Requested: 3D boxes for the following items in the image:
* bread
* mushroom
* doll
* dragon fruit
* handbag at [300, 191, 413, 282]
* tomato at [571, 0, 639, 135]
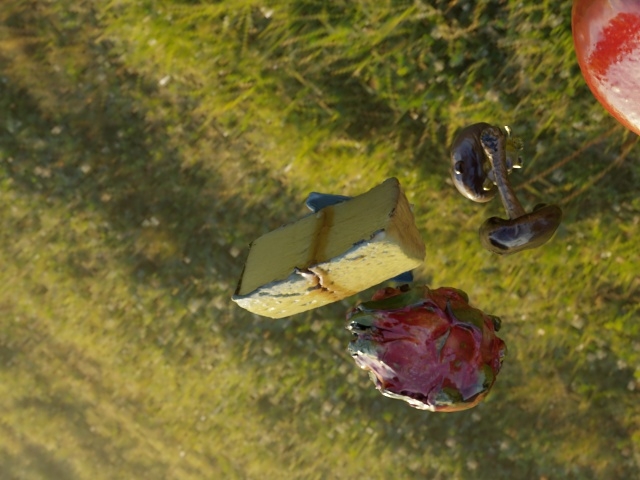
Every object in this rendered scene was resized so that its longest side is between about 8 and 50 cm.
[{"bbox_3d":[0.000,0.000,1.367,0.178,0.240,0.135,32,-142,-70],"label":"bread"},{"bbox_3d":[0.321,-0.088,1.811,0.227,0.148,0.217,100,154,-83],"label":"mushroom"},{"bbox_3d":[0.308,-0.155,1.928,0.096,0.188,0.145,18,138,44],"label":"doll"},{"bbox_3d":[0.192,0.195,1.945,0.303,0.231,0.237,10,-177,-11],"label":"dragon fruit"},{"bbox_3d":[0.074,-0.004,1.802,0.179,0.062,0.229,6,156,21],"label":"handbag"},{"bbox_3d":[0.432,-0.263,1.149,0.290,0.293,0.325,26,166,-3],"label":"tomato"}]
